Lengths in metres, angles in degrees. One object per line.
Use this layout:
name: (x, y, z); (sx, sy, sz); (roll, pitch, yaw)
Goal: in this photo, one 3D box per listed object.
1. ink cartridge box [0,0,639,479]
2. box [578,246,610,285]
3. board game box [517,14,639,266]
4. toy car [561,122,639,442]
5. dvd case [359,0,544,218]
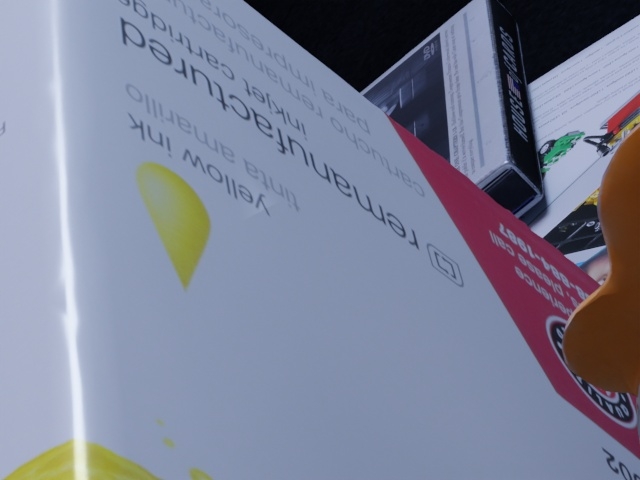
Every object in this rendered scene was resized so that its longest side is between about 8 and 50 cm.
ink cartridge box: (-0.008, 0.131, 0.479); (0.160, 0.279, 0.384); (-37, 37, 22)
box: (0.173, 0.010, 0.646); (0.244, 0.060, 0.100); (-39, 39, 36)
board game box: (0.142, -0.027, 0.827); (0.305, 0.053, 0.193); (-31, 27, 32)
toy car: (0.166, 0.043, 0.449); (0.210, 0.238, 0.219); (-36, 26, 24)
dvd case: (0.000, 0.000, 0.927); (0.239, 0.029, 0.179); (-38, 23, 21)
